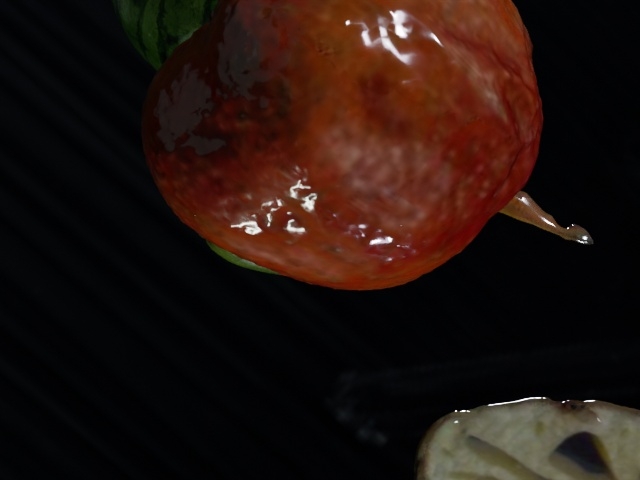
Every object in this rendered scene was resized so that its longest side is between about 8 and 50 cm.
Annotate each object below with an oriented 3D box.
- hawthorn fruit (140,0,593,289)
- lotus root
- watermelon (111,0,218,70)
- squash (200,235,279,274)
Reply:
[{"bbox_3d":[0.040,-0.056,0.875,0.207,0.243,0.207,-53,-169,15],"label":"hawthorn fruit"},{"bbox_3d":[0.186,0.184,1.120,0.261,0.074,0.170,14,-137,25],"label":"lotus root"},{"bbox_3d":[-0.060,-0.168,1.224,0.232,0.204,0.127,95,2,-73],"label":"watermelon"},{"bbox_3d":[0.000,0.000,1.447,0.069,0.258,0.069,-14,-106,61],"label":"squash"}]
